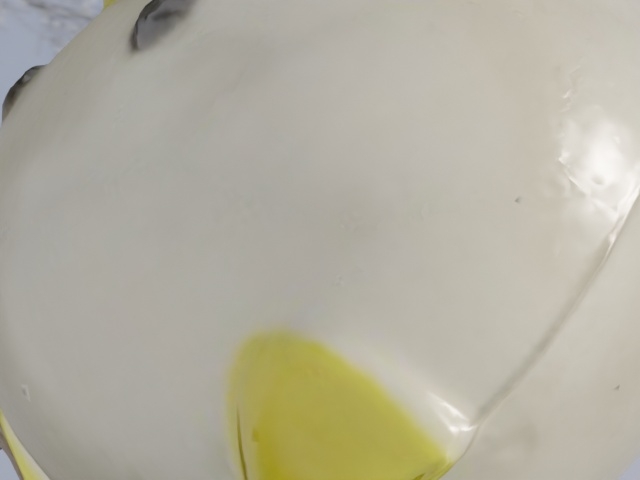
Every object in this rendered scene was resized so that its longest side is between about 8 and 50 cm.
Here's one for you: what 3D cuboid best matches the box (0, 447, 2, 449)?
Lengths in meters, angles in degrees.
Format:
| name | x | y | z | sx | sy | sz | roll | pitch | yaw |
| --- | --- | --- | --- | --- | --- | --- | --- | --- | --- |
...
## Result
| name | x | y | z | sx | sy | sz | roll | pitch | yaw |
| --- | --- | --- | --- | --- | --- | --- | --- | --- | --- |
| box | -0.258 | 0.066 | 1.332 | 0.135 | 0.151 | 0.151 | 0 | -94 | 56 |

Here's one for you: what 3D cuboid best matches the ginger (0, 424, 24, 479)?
| name | x | y | z | sx | sy | sz | roll | pitch | yaw |
| --- | --- | --- | --- | --- | --- | --- | --- | --- | --- |
| ginger | -0.147 | 0.080 | 1.150 | 0.126 | 0.190 | 0.354 | -37 | -77 | 25 |

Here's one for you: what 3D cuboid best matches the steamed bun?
| name | x | y | z | sx | sy | sz | roll | pitch | yaw |
| --- | --- | --- | --- | --- | --- | --- | --- | --- | --- |
| steamed bun | 0.005 | 0.005 | 0.888 | 0.374 | 0.334 | 0.334 | -21 | -107 | 56 |
